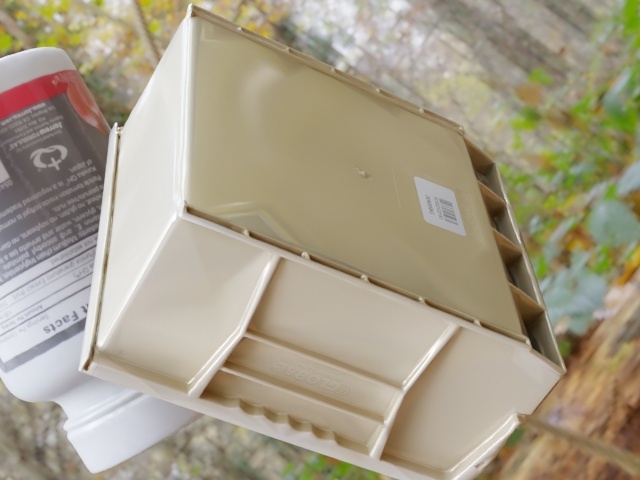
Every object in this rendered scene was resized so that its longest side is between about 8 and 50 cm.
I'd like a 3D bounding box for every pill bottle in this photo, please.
[{"bbox_3d":[-0.208,0.020,1.083,0.176,0.318,0.176,-29,2,1],"label":"pill bottle"}]

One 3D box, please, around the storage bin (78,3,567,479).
[{"bbox_3d":[0.000,0.000,0.857,0.123,0.260,0.262,-58,21,28],"label":"storage bin"}]
